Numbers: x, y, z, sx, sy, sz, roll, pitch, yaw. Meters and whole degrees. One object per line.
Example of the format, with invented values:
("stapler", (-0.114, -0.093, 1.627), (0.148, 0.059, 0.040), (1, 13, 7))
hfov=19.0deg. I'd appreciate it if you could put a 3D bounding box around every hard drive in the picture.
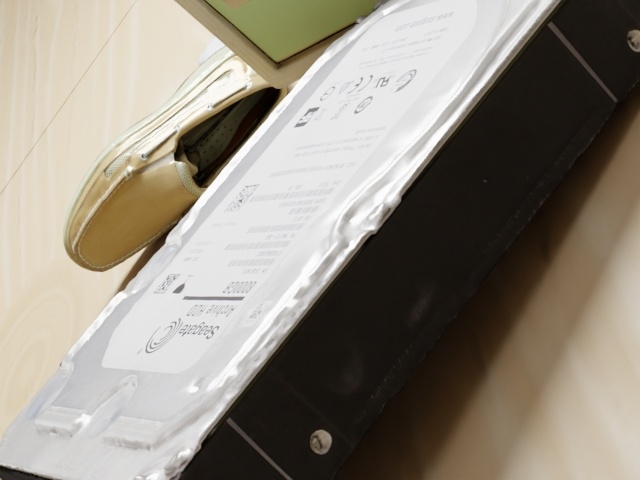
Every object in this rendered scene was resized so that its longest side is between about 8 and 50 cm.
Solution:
("hard drive", (0.000, 0.000, 0.902), (0.339, 0.064, 0.237), (-51, 19, -18))

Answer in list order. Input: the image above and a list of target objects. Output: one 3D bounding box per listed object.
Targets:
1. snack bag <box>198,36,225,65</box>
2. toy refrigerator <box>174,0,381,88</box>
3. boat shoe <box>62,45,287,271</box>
("snack bag", (0.062, -0.257, 1.289), (0.323, 0.037, 0.342), (-58, 21, -13))
("toy refrigerator", (0.047, -0.188, 1.048), (0.270, 0.102, 0.094), (-24, 40, 35))
("boat shoe", (-0.095, -0.047, 1.248), (0.190, 0.068, 0.072), (-49, 32, 8))
